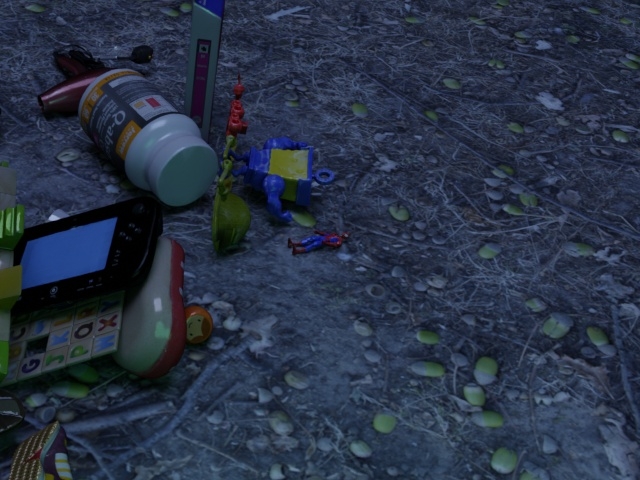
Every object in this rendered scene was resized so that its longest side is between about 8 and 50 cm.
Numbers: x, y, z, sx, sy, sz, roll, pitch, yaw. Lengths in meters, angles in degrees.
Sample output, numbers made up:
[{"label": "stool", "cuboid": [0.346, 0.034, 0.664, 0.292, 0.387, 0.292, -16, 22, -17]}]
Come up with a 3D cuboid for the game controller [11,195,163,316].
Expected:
[{"label": "game controller", "cuboid": [-0.384, 0.029, 1.466, 0.319, 0.067, 0.167, -14, 40, 22]}]

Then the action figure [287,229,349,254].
[{"label": "action figure", "cuboid": [0.000, 0.000, 1.727, 0.115, 0.030, 0.038, -9, 37, -25]}]

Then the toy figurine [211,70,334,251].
[{"label": "toy figurine", "cuboid": [-0.076, -0.132, 1.756, 0.217, 0.191, 0.363, 10, 39, -8]}]

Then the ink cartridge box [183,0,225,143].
[{"label": "ink cartridge box", "cuboid": [-0.229, -0.391, 1.886, 0.069, 0.371, 0.176, 5, 40, -5]}]

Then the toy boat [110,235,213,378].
[{"label": "toy boat", "cuboid": [-0.233, 0.114, 1.472, 0.151, 0.151, 0.231, 28, 32, -26]}]

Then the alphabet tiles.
[{"label": "alphabet tiles", "cuboid": [-0.387, 0.108, 1.453, 0.198, 0.009, 0.237, -18, 39, 10]}]

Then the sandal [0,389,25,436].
[{"label": "sandal", "cuboid": [-0.501, 0.265, 1.273, 0.219, 0.060, 0.090, -26, 53, -16]}]

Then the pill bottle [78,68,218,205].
[{"label": "pill bottle", "cuboid": [-0.321, -0.192, 1.787, 0.162, 0.162, 0.278, -21, 47, -33]}]

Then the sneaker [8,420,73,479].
[{"label": "sneaker", "cuboid": [-0.355, 0.310, 1.246, 0.069, 0.084, 0.185, -31, 19, 6]}]

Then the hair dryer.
[{"label": "hair dryer", "cuboid": [-0.499, -0.337, 2.021, 0.223, 0.080, 0.293, 3, 31, 17]}]

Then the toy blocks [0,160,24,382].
[{"label": "toy blocks", "cuboid": [-0.574, 0.015, 1.340, 0.260, 0.191, 0.382, 12, 54, -30]}]

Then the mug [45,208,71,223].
[{"label": "mug", "cuboid": [-0.432, -0.006, 1.628, 0.064, 0.078, 0.062, 25, 8, 5]}]
